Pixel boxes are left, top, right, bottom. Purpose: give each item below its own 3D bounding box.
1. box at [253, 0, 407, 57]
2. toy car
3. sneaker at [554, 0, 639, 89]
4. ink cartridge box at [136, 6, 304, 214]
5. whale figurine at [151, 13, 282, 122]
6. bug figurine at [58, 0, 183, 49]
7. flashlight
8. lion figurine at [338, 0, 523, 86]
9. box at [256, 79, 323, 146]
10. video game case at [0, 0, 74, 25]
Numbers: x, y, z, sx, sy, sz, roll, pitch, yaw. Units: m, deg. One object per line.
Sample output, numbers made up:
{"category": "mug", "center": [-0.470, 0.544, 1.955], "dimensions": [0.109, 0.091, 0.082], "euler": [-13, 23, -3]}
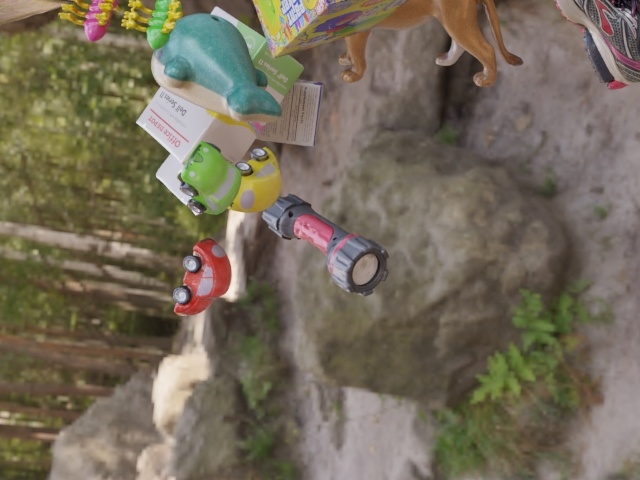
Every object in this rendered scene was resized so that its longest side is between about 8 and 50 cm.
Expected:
{"category": "box", "center": [0.003, -0.428, 1.461], "dimensions": [0.290, 0.177, 0.279], "euler": [165, 85, -74]}
{"category": "toy car", "center": [-0.111, -0.037, 1.261], "dimensions": [0.239, 0.053, 0.225], "euler": [-63, -15, -18]}
{"category": "sneaker", "center": [0.494, -0.404, 1.866], "dimensions": [0.112, 0.299, 0.121], "euler": [-11, 34, 48]}
{"category": "ink cartridge box", "center": [-0.218, -0.250, 2.110], "dimensions": [0.353, 0.119, 0.207], "euler": [-55, 45, 5]}
{"category": "whale figurine", "center": [-0.169, -0.296, 1.866], "dimensions": [0.272, 0.216, 0.141], "euler": [40, 120, 40]}
{"category": "bug figurine", "center": [-0.271, -0.392, 1.663], "dimensions": [0.072, 0.279, 0.216], "euler": [55, -131, -60]}
{"category": "flashlight", "center": [0.000, 0.000, 2.004], "dimensions": [0.103, 0.103, 0.304], "euler": [-47, 42, -9]}
{"category": "lion figurine", "center": [0.129, -0.376, 1.722], "dimensions": [0.142, 0.392, 0.240], "euler": [-86, -5, -58]}
{"category": "box", "center": [-0.069, -0.262, 2.198], "dimensions": [0.072, 0.137, 0.126], "euler": [-65, -17, -78]}
{"category": "video game case", "center": [-0.603, -0.405, 1.860], "dimensions": [0.248, 0.274, 0.035], "euler": [-9, -91, -66]}
